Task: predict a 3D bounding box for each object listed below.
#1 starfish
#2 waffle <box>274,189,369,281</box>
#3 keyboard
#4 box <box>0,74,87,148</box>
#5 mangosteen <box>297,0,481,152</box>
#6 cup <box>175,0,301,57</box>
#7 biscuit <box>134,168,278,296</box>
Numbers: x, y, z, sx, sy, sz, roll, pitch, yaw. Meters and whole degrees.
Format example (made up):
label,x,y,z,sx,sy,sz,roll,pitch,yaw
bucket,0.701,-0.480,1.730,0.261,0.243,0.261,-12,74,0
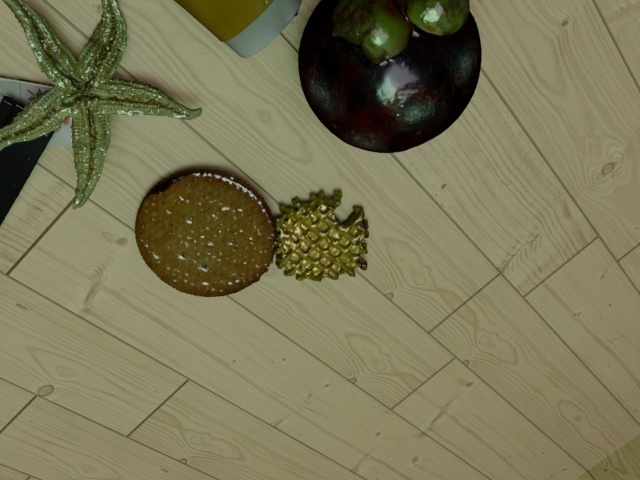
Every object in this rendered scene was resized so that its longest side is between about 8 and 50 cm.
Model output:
label,x,y,z,sx,sy,sz,roll,pitch,yaw
starfish,-0.417,-0.254,0.837,0.357,0.078,0.347,-29,111,-12
waffle,0.000,0.000,1.117,0.231,0.051,0.229,-11,122,-6
keyboard,-0.601,-0.121,0.913,0.100,0.018,0.310,30,115,-28
box,-0.498,-0.229,0.893,0.198,0.029,0.109,6,116,-15
mangosteen,0.109,-0.317,0.807,0.305,0.306,0.360,-20,146,-2
cup,-0.139,-0.446,0.790,0.226,0.185,0.241,43,71,-33
biscuit,-0.239,-0.009,1.051,0.305,0.038,0.306,-2,118,-3
